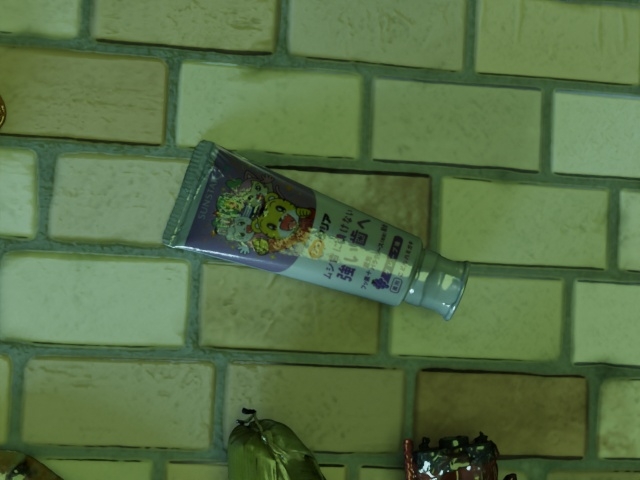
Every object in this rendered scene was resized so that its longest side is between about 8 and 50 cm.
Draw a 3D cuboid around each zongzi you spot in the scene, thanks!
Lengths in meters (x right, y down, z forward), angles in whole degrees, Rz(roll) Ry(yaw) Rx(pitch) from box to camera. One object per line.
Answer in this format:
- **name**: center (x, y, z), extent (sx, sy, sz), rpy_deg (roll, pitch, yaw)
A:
- **zongzi**: center (0.008, 0.260, 1.614), extent (0.204, 0.094, 0.204), rpy_deg (-4, 87, -24)

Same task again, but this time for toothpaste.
- **toothpaste**: center (0.000, 0.000, 1.633), extent (0.299, 0.073, 0.114), rpy_deg (20, 83, -5)

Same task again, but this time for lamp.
- **lamp**: center (0.148, 0.319, 1.630), extent (0.118, 0.118, 0.253), rpy_deg (-5, 86, -14)

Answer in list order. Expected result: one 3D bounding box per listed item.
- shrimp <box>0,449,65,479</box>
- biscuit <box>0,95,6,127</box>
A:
- **shrimp**: center (-0.249, 0.320, 1.567), extent (0.296, 0.058, 0.169), rpy_deg (30, 89, -8)
- **biscuit**: center (-0.358, -0.137, 1.568), extent (0.102, 0.019, 0.130), rpy_deg (-16, 93, -13)
